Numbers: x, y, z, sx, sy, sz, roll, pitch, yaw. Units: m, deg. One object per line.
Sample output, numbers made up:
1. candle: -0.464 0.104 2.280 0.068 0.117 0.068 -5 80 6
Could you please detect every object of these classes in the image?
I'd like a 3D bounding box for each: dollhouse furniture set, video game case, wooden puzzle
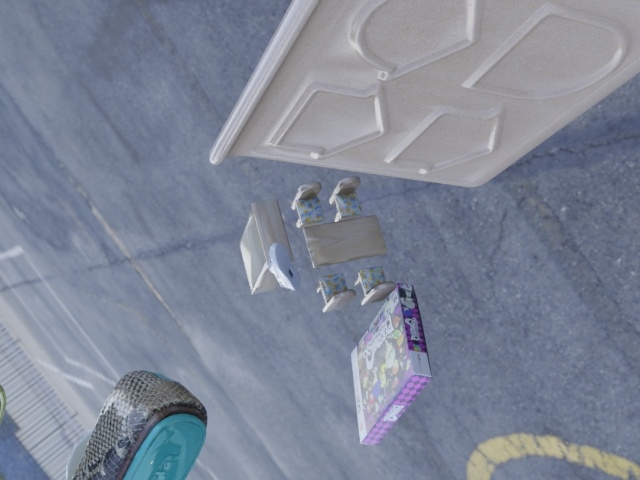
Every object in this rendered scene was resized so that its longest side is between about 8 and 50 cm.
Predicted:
1. dollhouse furniture set: 0.000 0.000 1.188 0.161 0.241 0.212 122 135 -63
2. video game case: 0.125 0.231 1.308 0.041 0.210 0.232 13 132 -17
3. wooden puzzle: 0.103 -0.153 0.617 0.322 0.347 0.081 138 128 -59

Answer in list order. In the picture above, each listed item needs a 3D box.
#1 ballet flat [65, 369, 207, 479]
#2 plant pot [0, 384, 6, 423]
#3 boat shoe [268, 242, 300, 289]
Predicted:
1. ballet flat: -0.308 0.397 0.932 0.182 0.483 0.164 21 175 44
2. plant pot: -0.720 0.220 0.996 0.353 0.366 0.367 38 151 15
3. boat shoe: -0.061 0.039 1.040 0.035 0.035 0.100 4 146 24
